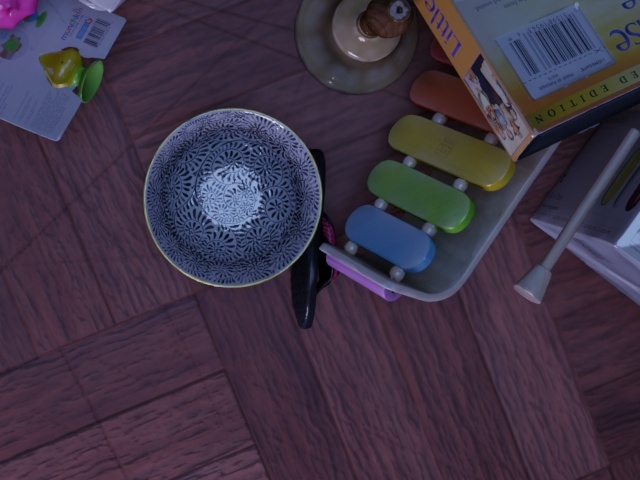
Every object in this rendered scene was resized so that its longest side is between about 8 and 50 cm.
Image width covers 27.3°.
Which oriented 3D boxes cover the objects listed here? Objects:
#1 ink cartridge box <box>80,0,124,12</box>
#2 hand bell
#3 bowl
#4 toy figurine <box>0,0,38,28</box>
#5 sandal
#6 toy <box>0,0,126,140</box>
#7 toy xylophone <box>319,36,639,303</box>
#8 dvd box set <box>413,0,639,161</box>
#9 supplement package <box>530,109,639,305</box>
[{"bbox_3d":[-0.176,-0.438,1.093,0.285,0.166,0.395,36,119,-7],"label":"ink cartridge box"},{"bbox_3d":[0.049,-0.197,1.196,0.126,0.242,0.126,-1,96,-6],"label":"hand bell"},{"bbox_3d":[-0.086,-0.043,1.276,0.170,0.080,0.170,-1,96,-6],"label":"bowl"},{"bbox_3d":[-0.322,-0.259,1.195,0.159,0.130,0.173,24,53,0],"label":"toy figurine"},{"bbox_3d":[0.000,0.000,1.299,0.040,0.067,0.179,5,92,-18],"label":"sandal"},{"bbox_3d":[-0.313,-0.185,1.241,0.237,0.056,0.137,22,74,13],"label":"toy"},{"bbox_3d":[0.155,-0.073,1.231,0.081,0.236,0.323,39,76,-42],"label":"toy xylophone"},{"bbox_3d":[0.195,-0.309,1.187,0.307,0.062,0.420,-26,77,-20],"label":"dvd box set"},{"bbox_3d":[0.348,-0.007,1.234,0.204,0.262,0.145,37,90,-9],"label":"supplement package"}]
